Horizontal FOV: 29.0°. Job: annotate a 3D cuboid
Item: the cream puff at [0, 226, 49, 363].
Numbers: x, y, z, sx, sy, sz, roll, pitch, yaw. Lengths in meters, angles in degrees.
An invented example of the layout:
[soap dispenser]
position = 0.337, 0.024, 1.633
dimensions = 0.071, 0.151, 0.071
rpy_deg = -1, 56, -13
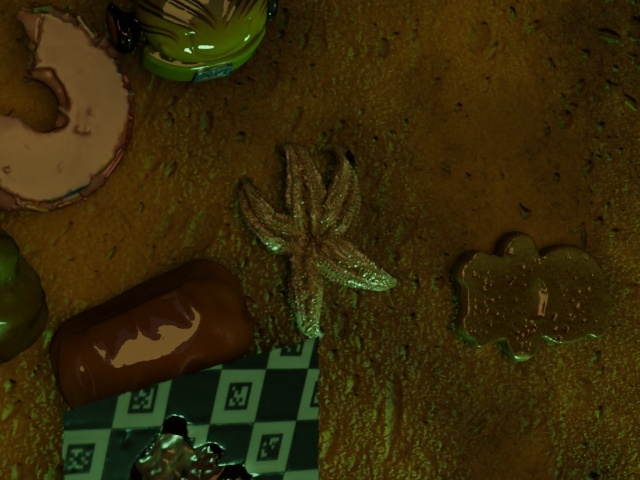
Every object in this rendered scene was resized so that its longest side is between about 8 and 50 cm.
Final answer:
[cream puff]
position = -0.452, 0.039, 1.238
dimensions = 0.323, 0.274, 0.270
rpy_deg = 45, 72, -11

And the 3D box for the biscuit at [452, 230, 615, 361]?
[biscuit]
position = 0.272, 0.069, 1.575
dimensions = 0.225, 0.036, 0.166
rpy_deg = -5, 93, -19

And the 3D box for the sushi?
[sushi]
position = -0.153, 0.277, 1.384
dimensions = 0.339, 0.069, 0.320
rpy_deg = -15, 114, -36

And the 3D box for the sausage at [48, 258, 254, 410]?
[sausage]
position = -0.186, 0.113, 1.393
dimensions = 0.241, 0.120, 0.136
rpy_deg = -31, 106, -14

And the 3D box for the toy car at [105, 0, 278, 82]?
[toy car]
position = -0.150, -0.309, 1.374
dimensions = 0.200, 0.142, 0.248
rpy_deg = -20, 80, -20

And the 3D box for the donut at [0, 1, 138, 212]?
[donut]
position = -0.310, -0.134, 1.373
dimensions = 0.199, 0.085, 0.233
rpy_deg = 44, 79, -12

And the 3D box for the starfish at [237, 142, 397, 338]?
[starfish]
position = 0.000, 0.001, 1.480
dimensions = 0.216, 0.071, 0.238
rpy_deg = 8, 94, -11
